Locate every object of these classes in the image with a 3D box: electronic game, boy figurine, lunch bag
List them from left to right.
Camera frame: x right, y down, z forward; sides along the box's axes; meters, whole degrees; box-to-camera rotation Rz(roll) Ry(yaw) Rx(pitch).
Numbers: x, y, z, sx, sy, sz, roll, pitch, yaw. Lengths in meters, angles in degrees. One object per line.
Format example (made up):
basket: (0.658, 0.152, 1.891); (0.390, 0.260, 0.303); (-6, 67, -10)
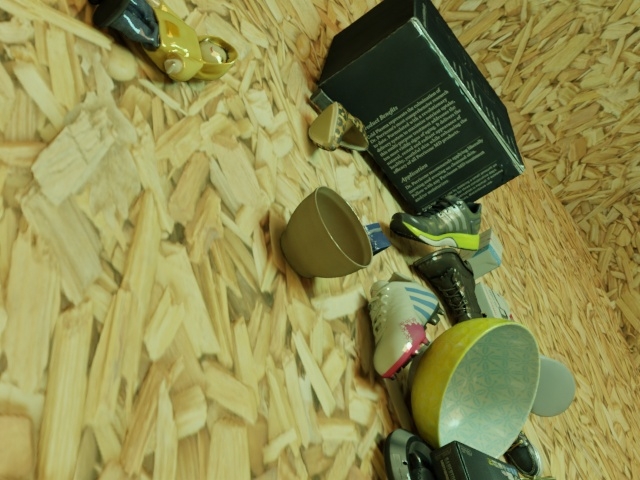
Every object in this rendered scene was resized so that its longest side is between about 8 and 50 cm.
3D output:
boy figurine: (-0.250, -0.336, 1.432); (0.285, 0.092, 0.177); (26, 36, -47)
lunch bag: (0.089, 0.001, 1.720); (0.065, 0.067, 0.098); (61, 24, 8)
electronic game: (0.171, 0.413, 1.388); (0.229, 0.048, 0.229); (50, 20, -26)

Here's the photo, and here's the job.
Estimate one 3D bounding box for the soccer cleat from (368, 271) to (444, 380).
soccer cleat: (0.132, 0.151, 1.593); (0.143, 0.116, 0.331); (42, 20, 4)

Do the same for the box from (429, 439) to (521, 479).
box: (0.288, 0.451, 1.437); (0.233, 0.059, 0.183); (32, 33, -43)

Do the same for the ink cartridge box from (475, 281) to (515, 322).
ink cartridge box: (0.432, 0.183, 2.188); (0.150, 0.063, 0.109); (29, 37, -50)

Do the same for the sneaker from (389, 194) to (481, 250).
sneaker: (0.275, -0.051, 2.014); (0.300, 0.111, 0.121); (5, 100, -47)

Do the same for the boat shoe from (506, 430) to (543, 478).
boat shoe: (0.406, 0.427, 1.836); (0.083, 0.065, 0.183); (26, 31, -51)

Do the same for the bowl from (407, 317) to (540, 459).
bowl: (0.255, 0.261, 1.571); (0.156, 0.289, 0.289); (21, -9, 45)

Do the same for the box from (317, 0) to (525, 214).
box: (0.264, -0.369, 2.233); (0.471, 0.297, 0.480); (52, 21, -18)

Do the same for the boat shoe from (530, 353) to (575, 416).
boat shoe: (0.398, 0.286, 1.890); (0.367, 0.135, 0.156); (19, 4, -32)

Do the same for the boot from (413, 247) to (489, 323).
boot: (0.328, 0.147, 1.996); (0.263, 0.091, 0.228); (21, 47, -50)

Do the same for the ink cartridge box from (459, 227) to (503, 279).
ink cartridge box: (0.434, 0.038, 2.320); (0.061, 0.104, 0.181); (55, 23, -8)

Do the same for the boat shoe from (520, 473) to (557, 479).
boat shoe: (0.412, 0.509, 1.685); (0.285, 0.105, 0.089); (-6, 69, -64)

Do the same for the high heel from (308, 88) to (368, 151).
high heel: (0.061, -0.225, 1.912); (0.186, 0.093, 0.261); (42, 21, -27)

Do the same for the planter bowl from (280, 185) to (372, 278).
planter bowl: (0.000, 0.000, 1.487); (0.162, 0.109, 0.162); (45, 27, -30)
